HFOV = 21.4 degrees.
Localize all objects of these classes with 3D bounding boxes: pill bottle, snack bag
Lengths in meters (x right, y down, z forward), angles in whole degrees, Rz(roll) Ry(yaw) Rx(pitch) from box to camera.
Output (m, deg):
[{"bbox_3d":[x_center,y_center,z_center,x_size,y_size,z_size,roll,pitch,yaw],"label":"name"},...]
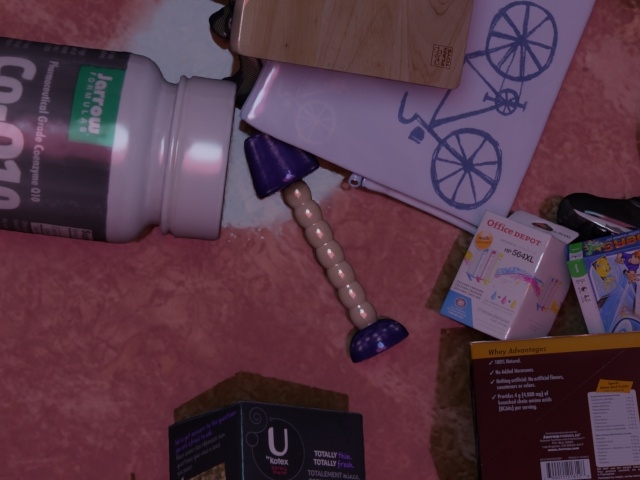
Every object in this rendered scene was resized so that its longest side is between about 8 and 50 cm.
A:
[{"bbox_3d":[-0.276,-0.105,1.782,0.361,0.204,0.204,6,90,-3],"label":"pill bottle"},{"bbox_3d":[0.108,-0.202,1.847,0.342,0.037,0.323,22,91,-18],"label":"snack bag"}]

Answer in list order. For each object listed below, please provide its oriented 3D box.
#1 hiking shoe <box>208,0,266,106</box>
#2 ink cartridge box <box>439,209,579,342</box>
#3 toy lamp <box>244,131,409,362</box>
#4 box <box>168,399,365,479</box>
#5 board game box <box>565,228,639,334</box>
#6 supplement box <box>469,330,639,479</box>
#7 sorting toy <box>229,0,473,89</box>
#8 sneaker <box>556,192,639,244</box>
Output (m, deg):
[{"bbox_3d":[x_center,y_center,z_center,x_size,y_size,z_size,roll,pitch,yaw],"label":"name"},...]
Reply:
[{"bbox_3d":[-0.062,-0.251,1.850,0.114,0.086,0.227,10,91,-6],"label":"hiking shoe"},{"bbox_3d":[0.212,0.038,1.847,0.092,0.090,0.143,23,89,35],"label":"ink cartridge box"},{"bbox_3d":[0.000,0.000,1.860,0.080,0.080,0.274,-27,92,-2],"label":"toy lamp"},{"bbox_3d":[-0.053,0.316,1.763,0.165,0.143,0.270,11,68,-36],"label":"box"},{"bbox_3d":[0.355,0.078,1.834,0.136,0.035,0.201,-14,122,15],"label":"board game box"},{"bbox_3d":[0.257,0.214,1.772,0.191,0.129,0.194,-4,55,4],"label":"supplement box"},{"bbox_3d":[0.032,-0.301,1.730,0.255,0.089,0.257,6,96,-27],"label":"sorting toy"},{"bbox_3d":[0.402,-0.018,1.882,0.283,0.107,0.124,19,75,-6],"label":"sneaker"}]
